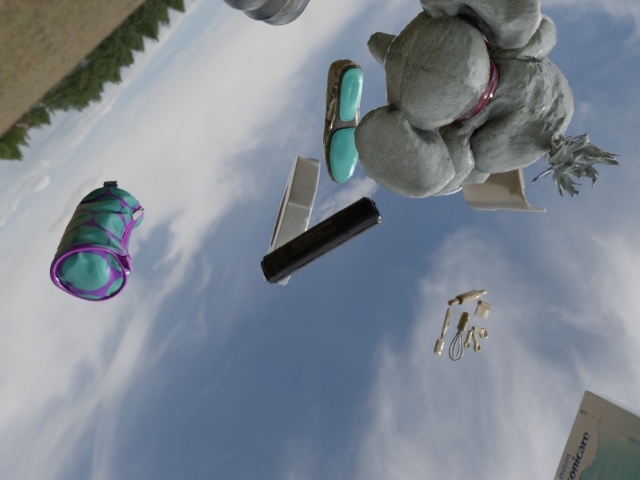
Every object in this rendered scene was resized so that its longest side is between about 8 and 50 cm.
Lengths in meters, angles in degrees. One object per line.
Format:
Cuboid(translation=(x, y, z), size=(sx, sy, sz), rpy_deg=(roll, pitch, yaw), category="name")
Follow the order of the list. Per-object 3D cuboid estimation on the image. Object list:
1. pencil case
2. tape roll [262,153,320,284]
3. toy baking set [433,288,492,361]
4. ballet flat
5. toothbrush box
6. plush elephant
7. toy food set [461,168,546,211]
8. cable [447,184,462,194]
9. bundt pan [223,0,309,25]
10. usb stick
Cuboid(translation=(-0.220, -0.003, 0.450), size=(0.070, 0.064, 0.152), rpy_deg=(-13, -148, -9), category="pencil case")
Cuboid(translation=(-0.090, -0.061, 1.310), size=(0.392, 0.072, 0.392), rpy_deg=(-164, -90, -82), category="tape roll")
Cuboid(translation=(0.433, 0.251, 1.312), size=(0.030, 0.256, 0.197), rpy_deg=(0, -86, 57), category="toy baking set")
Cuboid(translation=(0.076, -0.483, 1.796), size=(0.164, 0.483, 0.182), rpy_deg=(-12, -148, -25), category="ballet flat")
Cuboid(translation=(0.634, 0.459, 0.847), size=(0.295, 0.126, 0.216), rpy_deg=(-159, -93, -73), category="toothbrush box")
Cuboid(translation=(0.163, -0.187, 0.547), size=(0.272, 0.255, 0.330), rpy_deg=(-57, -153, 19), category="plush elephant")
Cuboid(translation=(0.403, -0.211, 0.998), size=(0.092, 0.306, 0.220), rpy_deg=(-16, -171, -12), category="toy food set")
Cuboid(translation=(0.410, -0.283, 1.530), size=(0.257, 0.257, 0.089), rpy_deg=(-33, -167, -18), category="cable")
Cuboid(translation=(-0.153, -0.452, 0.702), size=(0.124, 0.330, 0.331), rpy_deg=(-62, -153, 23), category="bundt pan")
Cuboid(translation=(0.000, 0.000, 0.931), size=(0.278, 0.045, 0.077), rpy_deg=(-30, -128, 7), category="usb stick")
